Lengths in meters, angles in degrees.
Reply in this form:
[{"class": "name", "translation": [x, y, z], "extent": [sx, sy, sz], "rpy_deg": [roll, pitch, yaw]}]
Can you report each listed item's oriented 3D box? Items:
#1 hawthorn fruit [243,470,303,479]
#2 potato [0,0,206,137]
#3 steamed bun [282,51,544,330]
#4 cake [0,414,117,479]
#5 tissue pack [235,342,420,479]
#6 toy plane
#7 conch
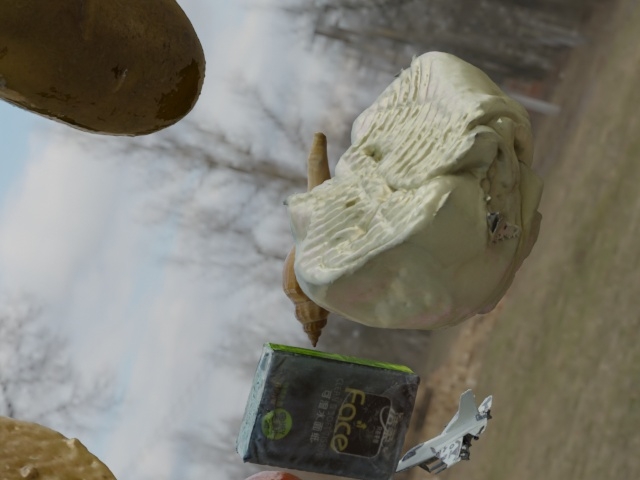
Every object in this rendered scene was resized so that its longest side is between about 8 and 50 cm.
[{"class": "hawthorn fruit", "translation": [-0.119, 0.484, 2.565], "extent": [0.196, 0.225, 0.197], "rpy_deg": [15, -107, -59]}, {"class": "potato", "translation": [-0.252, -0.216, 1.398], "extent": [0.176, 0.369, 0.195], "rpy_deg": [-40, 42, 20]}, {"class": "steamed bun", "translation": [0.122, -0.031, 1.651], "extent": [0.320, 0.206, 0.275], "rpy_deg": [-50, 32, -5]}, {"class": "cake", "translation": [-0.431, 0.435, 1.942], "extent": [0.332, 0.332, 0.321], "rpy_deg": [-63, -5, -65]}, {"class": "tissue pack", "translation": [0.010, 0.246, 2.149], "extent": [0.073, 0.235, 0.173], "rpy_deg": [-145, 69, -67]}, {"class": "toy plane", "translation": [0.205, 0.325, 2.419], "extent": [0.234, 0.082, 0.160], "rpy_deg": [-52, 10, 36]}, {"class": "conch", "translation": [0.002, 0.001, 2.327], "extent": [0.093, 0.109, 0.330], "rpy_deg": [-151, 66, -70]}]
